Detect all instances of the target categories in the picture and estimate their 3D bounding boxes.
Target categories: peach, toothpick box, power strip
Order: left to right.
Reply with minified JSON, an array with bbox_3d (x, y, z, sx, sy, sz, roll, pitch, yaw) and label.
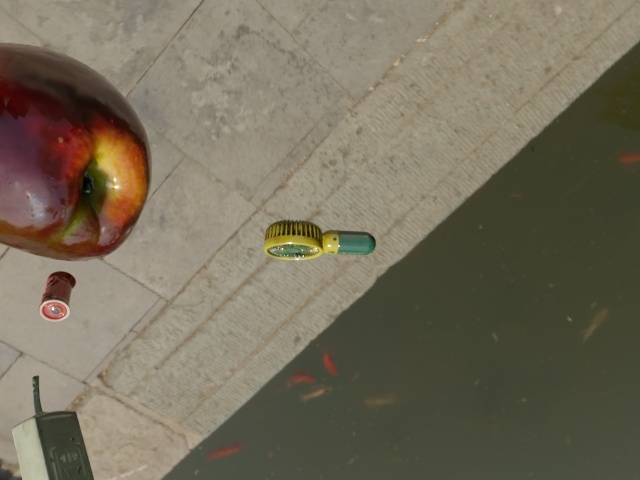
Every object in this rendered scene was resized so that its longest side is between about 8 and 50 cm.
[{"bbox_3d":[-0.297,-0.090,0.565,0.199,0.243,0.243,-44,122,-31],"label":"peach"},{"bbox_3d":[-0.345,0.256,0.676,0.042,0.175,0.075,-29,162,11],"label":"power strip"},{"bbox_3d":[-0.436,0.090,0.880,0.047,0.083,0.047,-8,125,-12],"label":"toothpick box"}]

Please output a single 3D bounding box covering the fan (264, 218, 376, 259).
[{"bbox_3d":[0.000,0.000,0.732,0.155,0.082,0.039,3,72,-5],"label":"fan"}]
